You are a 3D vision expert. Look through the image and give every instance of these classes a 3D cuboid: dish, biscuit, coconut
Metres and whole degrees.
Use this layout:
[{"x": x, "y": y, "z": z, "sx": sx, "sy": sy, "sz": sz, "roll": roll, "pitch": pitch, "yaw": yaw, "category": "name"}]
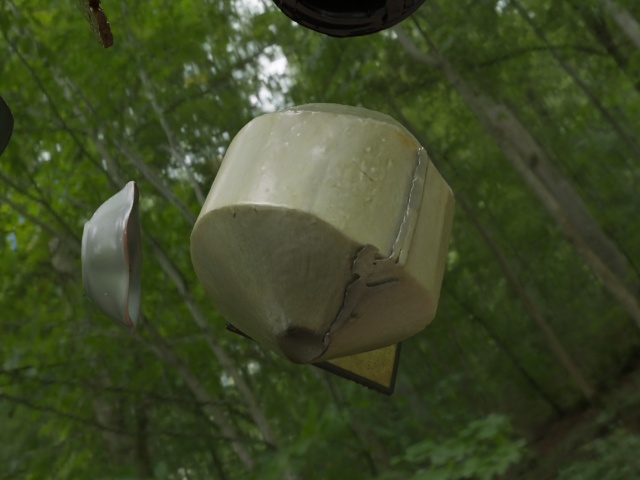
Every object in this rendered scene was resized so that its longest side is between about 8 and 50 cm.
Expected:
[{"x": -0.305, "y": 0.027, "z": 1.428, "sx": 0.081, "sy": 0.229, "sz": 0.229, "roll": 1, "pitch": -40, "yaw": -6, "category": "dish"}, {"x": -0.368, "y": -0.391, "z": 1.560, "sx": 0.026, "sy": 0.124, "sz": 0.175, "roll": -27, "pitch": -56, "yaw": -14, "category": "biscuit"}, {"x": 0.000, "y": 0.000, "z": 1.168, "sx": 0.323, "sy": 0.323, "sz": 0.323, "roll": -15, "pitch": -37, "yaw": -11, "category": "coconut"}]

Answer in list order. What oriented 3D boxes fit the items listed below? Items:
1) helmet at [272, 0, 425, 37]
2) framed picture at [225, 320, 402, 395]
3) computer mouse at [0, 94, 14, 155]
[{"x": 0.034, "y": -0.388, "z": 1.152, "sx": 0.230, "sy": 0.160, "sz": 0.279, "roll": 6, "pitch": -60, "yaw": -11, "category": "helmet"}, {"x": 0.019, "y": 0.031, "z": 1.423, "sx": 0.255, "sy": 0.339, "sz": 0.014, "roll": 25, "pitch": -37, "yaw": -14, "category": "framed picture"}, {"x": -0.465, "y": -0.164, "z": 1.228, "sx": 0.120, "sy": 0.057, "sz": 0.232, "roll": -61, "pitch": -32, "yaw": -19, "category": "computer mouse"}]
